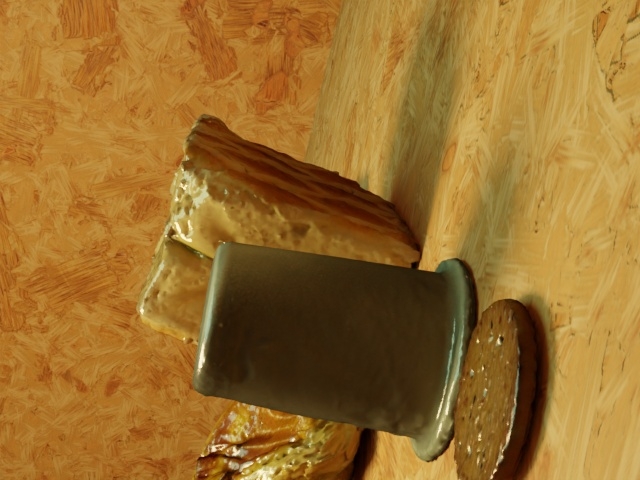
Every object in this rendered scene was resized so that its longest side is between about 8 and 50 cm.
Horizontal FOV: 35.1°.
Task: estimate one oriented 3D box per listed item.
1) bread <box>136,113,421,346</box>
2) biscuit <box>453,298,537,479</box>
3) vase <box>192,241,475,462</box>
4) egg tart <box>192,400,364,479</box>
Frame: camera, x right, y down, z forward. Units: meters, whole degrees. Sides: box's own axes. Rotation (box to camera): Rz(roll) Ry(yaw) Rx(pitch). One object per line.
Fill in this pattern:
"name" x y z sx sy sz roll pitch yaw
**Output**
"bread" -0.068 0.018 1.569 0.371 0.389 0.279 -99 31 -73
"biscuit" 0.161 0.145 0.932 0.188 0.027 0.188 -169 90 -85
"vase" 0.007 0.116 1.162 0.245 0.291 0.245 -170 90 -81
"egg tart" -0.059 0.328 1.630 0.351 0.153 0.339 -37 24 16
